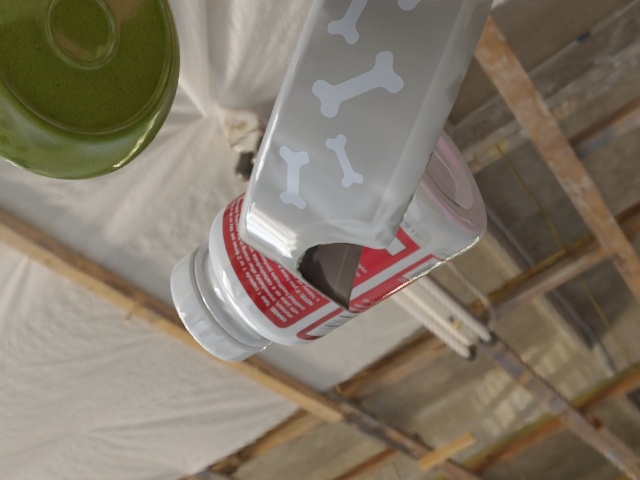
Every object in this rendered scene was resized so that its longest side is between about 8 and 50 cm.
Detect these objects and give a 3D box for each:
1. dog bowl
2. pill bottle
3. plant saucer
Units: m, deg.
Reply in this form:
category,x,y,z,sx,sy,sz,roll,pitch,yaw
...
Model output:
category,x,y,z,sx,sy,sz,roll,pitch,yaw
dog bowl,0.040,-0.124,0.745,0.102,0.349,0.349,22,-44,0
pill bottle,0.000,0.000,1.367,0.407,0.229,0.229,-32,-34,25
plant saucer,-0.204,-0.171,0.827,0.037,0.241,0.241,-5,-14,45
